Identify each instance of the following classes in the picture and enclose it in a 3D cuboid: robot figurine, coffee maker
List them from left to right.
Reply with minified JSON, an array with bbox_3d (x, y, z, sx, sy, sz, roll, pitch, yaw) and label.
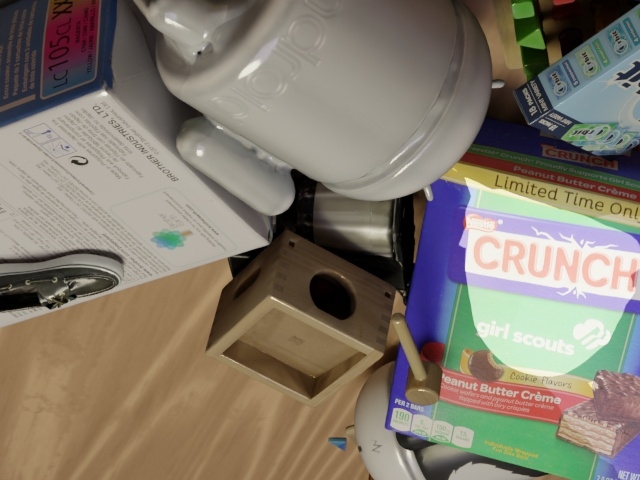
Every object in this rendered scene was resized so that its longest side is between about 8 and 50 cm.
[{"bbox_3d":[0.000,0.000,1.716,0.178,0.120,0.171,3,123,10],"label":"coffee maker"},{"bbox_3d":[0.003,-0.160,1.466,0.353,0.200,0.300,29,107,-33],"label":"robot figurine"},{"bbox_3d":[0.175,0.196,1.941,0.278,0.174,0.209,-17,133,18],"label":"robot figurine"}]

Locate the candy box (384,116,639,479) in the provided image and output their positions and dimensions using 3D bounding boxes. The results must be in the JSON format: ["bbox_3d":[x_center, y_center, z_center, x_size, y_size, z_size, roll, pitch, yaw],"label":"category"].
[{"bbox_3d":[0.224,0.063,1.688,0.268,0.122,0.317,14,118,9],"label":"candy box"}]

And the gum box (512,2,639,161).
[{"bbox_3d":[0.285,-0.148,1.520,0.184,0.041,0.157,-36,152,26],"label":"gum box"}]

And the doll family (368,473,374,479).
[{"bbox_3d":[0.134,0.349,2.206,0.163,0.118,0.263,9,123,-4],"label":"doll family"}]

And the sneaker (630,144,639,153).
[{"bbox_3d":[0.301,-0.051,1.723,0.075,0.063,0.170,28,129,-23],"label":"sneaker"}]

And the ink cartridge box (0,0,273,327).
[{"bbox_3d":[-0.279,-0.064,1.603,0.395,0.151,0.270,-19,142,23],"label":"ink cartridge box"}]

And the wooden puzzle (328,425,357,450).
[{"bbox_3d":[0.075,0.242,2.124,0.116,0.014,0.078,-24,136,26],"label":"wooden puzzle"}]

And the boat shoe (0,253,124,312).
[{"bbox_3d":[-0.249,0.044,1.598,0.142,0.040,0.049,-5,145,9],"label":"boat shoe"}]

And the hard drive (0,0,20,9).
[{"bbox_3d":[-0.233,-0.230,1.514,0.135,0.022,0.094,2,142,-4],"label":"hard drive"}]

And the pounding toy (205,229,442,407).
[{"bbox_3d":[0.029,0.077,1.650,0.206,0.094,0.181,28,139,-18],"label":"pounding toy"}]

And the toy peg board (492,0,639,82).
[{"bbox_3d":[0.233,-0.199,1.524,0.160,0.079,0.161,-9,141,10],"label":"toy peg board"}]
